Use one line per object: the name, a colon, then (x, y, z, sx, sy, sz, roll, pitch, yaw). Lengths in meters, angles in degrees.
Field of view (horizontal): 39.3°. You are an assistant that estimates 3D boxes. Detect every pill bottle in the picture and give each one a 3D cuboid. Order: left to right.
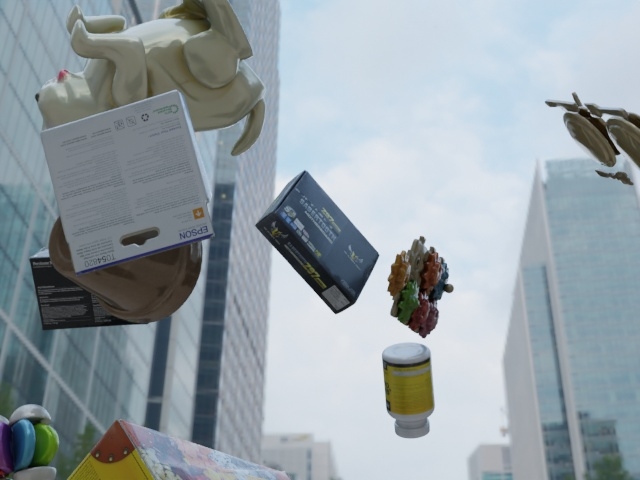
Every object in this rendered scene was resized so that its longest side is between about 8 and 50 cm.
pill bottle: (0.185, 0.312, 1.864, 0.103, 0.103, 0.184, -5, -77, 1)

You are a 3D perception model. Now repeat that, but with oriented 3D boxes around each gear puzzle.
gear puzzle: (0.198, 0.086, 1.756, 0.044, 0.175, 0.339, 15, -10, 25)

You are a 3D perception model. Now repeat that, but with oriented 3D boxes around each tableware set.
tableware set: (0.339, -0.119, 1.012, 0.039, 0.194, 0.128, -41, -73, 0)

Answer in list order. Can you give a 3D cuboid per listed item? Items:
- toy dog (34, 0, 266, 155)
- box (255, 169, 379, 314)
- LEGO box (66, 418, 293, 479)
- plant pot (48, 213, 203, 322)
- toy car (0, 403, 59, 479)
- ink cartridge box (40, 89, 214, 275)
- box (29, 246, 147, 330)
toy dog: (-0.335, -0.278, 1.673, 0.408, 0.284, 0.395, -32, -46, -6)
box: (0.000, 0.000, 1.700, 0.059, 0.183, 0.232, -34, -77, 32)
LEGO box: (-0.266, 0.528, 1.240, 0.500, 0.193, 0.372, -50, -42, 5)
plant pot: (-0.403, 0.018, 1.768, 0.263, 0.262, 0.229, -18, -23, 27)
toy car: (-0.570, 0.378, 1.615, 0.182, 0.159, 0.136, -15, -27, 4)
ink cartridge box: (-0.277, -0.082, 1.307, 0.224, 0.223, 0.045, -15, -5, 8)
box: (-0.536, 0.105, 2.131, 0.262, 0.103, 0.184, -4, -72, 5)
